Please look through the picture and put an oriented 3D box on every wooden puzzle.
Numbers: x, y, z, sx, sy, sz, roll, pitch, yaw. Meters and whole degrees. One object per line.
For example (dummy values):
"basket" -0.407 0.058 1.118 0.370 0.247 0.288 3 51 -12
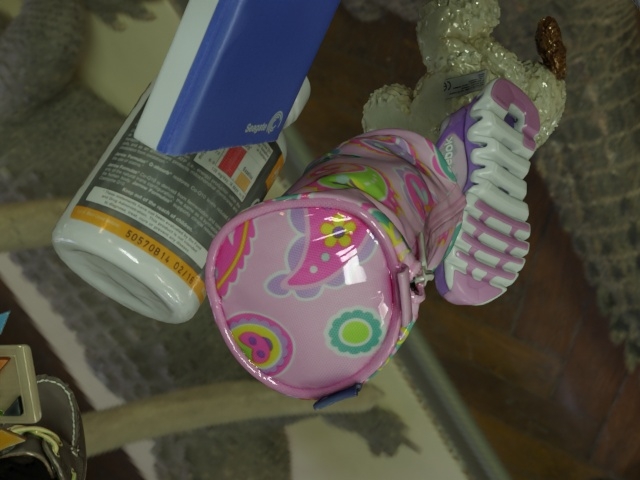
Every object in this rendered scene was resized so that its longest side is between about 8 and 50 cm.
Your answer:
"wooden puzzle" -0.260 0.116 0.900 0.079 0.014 0.116 -10 106 8

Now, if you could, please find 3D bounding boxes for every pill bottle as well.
"pill bottle" -0.131 -0.071 1.138 0.162 0.278 0.162 27 160 10

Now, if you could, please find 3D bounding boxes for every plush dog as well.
"plush dog" 0.214 -0.169 1.432 0.210 0.225 0.262 58 135 32

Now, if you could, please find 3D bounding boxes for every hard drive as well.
"hard drive" -0.025 -0.222 0.908 0.040 0.210 0.318 31 108 15

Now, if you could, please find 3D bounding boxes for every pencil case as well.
"pencil case" 0.023 0.003 0.720 0.124 0.284 0.124 3 102 12

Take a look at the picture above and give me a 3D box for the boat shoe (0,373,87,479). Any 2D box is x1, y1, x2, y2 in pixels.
"boat shoe" -0.300 0.249 1.158 0.117 0.324 0.096 16 127 -8

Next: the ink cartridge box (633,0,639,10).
"ink cartridge box" 0.242 -0.328 0.628 0.330 0.324 0.071 -29 151 8

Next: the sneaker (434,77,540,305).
"sneaker" 0.144 -0.041 1.119 0.095 0.236 0.104 31 150 -34
